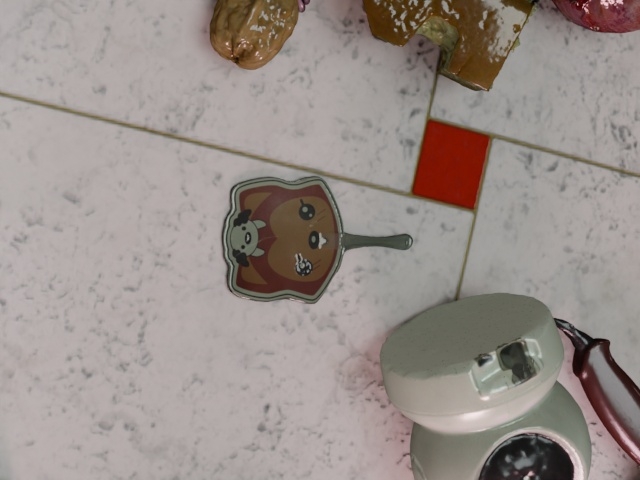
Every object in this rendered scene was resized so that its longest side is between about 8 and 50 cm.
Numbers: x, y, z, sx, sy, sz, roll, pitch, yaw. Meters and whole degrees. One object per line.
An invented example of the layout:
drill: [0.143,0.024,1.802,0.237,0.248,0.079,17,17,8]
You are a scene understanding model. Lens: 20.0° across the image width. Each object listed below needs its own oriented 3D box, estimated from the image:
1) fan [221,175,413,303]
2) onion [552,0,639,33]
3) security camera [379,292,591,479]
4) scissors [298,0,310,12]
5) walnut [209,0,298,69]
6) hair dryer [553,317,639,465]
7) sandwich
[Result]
fan: [0.000,0.000,1.855,0.220,0.009,0.132,2,95,-27]
onion: [0.317,-0.287,1.927,0.195,0.159,0.159,34,78,-56]
security camera: [0.176,0.194,1.872,0.195,0.194,0.236,-24,111,-23]
scissors: [-0.042,-0.310,1.777,0.022,0.085,0.176,-18,90,-5]
walnut: [-0.064,-0.215,1.762,0.079,0.082,0.096,28,81,0]
hair dryer: [0.318,0.242,2.012,0.312,0.123,0.340,-39,100,-8]
sandwich: [0.096,-0.248,1.804,0.236,0.122,0.128,29,99,-5]
